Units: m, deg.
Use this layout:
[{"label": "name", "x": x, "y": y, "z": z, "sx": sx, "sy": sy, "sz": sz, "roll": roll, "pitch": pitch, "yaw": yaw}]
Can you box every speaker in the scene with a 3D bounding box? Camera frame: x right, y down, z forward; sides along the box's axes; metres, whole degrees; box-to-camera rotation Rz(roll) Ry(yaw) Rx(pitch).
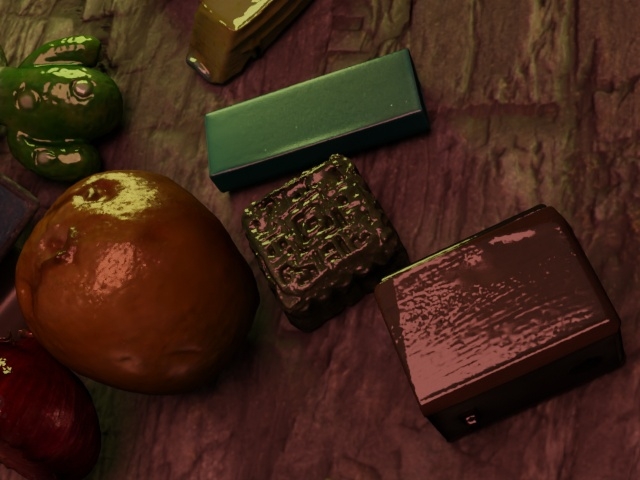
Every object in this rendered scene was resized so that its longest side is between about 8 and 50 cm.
[{"label": "speaker", "x": 0.205, "y": 0.097, "z": 1.191, "sx": 0.230, "sy": 0.153, "sz": 0.193, "roll": -26, "pitch": 62, "yaw": 7}]

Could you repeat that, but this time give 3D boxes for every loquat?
[{"label": "loquat", "x": -0.222, "y": 0.060, "z": 1.278, "sx": 0.275, "sy": 0.284, "sz": 0.276, "roll": -13, "pitch": 54, "yaw": 18}]

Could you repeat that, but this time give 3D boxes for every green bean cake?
[{"label": "green bean cake", "x": 0.000, "y": 0.000, "z": 1.335, "sx": 0.181, "sy": 0.094, "sz": 0.173, "roll": -29, "pitch": 61, "yaw": 4}]

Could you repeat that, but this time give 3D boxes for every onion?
[{"label": "onion", "x": -0.369, "y": 0.210, "z": 1.284, "sx": 0.161, "sy": 0.248, "sz": 0.248, "roll": -43, "pitch": 61, "yaw": -16}]

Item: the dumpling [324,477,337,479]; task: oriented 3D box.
[{"label": "dumpling", "x": -0.016, "y": 0.434, "z": 1.030, "sx": 0.233, "sy": 0.315, "sz": 0.395, "roll": -3, "pitch": 75, "yaw": 13}]

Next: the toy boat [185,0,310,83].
[{"label": "toy boat", "x": -0.090, "y": -0.354, "z": 1.524, "sx": 0.276, "sy": 0.084, "sz": 0.111, "roll": -46, "pitch": 64, "yaw": -5}]

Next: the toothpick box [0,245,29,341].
[{"label": "toothpick box", "x": -0.436, "y": 0.108, "z": 1.427, "sx": 0.111, "sy": 0.111, "sz": 0.181, "roll": 37, "pitch": 82, "yaw": 28}]

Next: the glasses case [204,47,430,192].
[{"label": "glasses case", "x": -0.006, "y": -0.158, "z": 1.425, "sx": 0.300, "sy": 0.070, "sz": 0.117, "roll": -16, "pitch": 57, "yaw": 13}]

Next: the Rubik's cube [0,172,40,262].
[{"label": "Rubik's cube", "x": -0.595, "y": -0.023, "z": 1.372, "sx": 0.305, "sy": 0.301, "sz": 0.303, "roll": -58, "pitch": 25, "yaw": -9}]

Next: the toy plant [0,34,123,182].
[{"label": "toy plant", "x": -0.443, "y": -0.216, "z": 1.557, "sx": 0.315, "sy": 0.184, "sz": 0.224, "roll": 15, "pitch": 77, "yaw": 7}]
